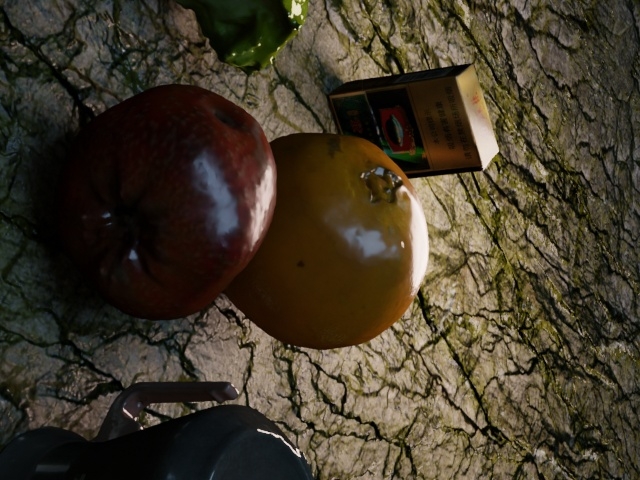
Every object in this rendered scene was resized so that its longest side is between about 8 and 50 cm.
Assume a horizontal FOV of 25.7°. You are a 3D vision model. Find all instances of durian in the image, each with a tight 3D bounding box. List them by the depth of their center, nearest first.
[{"bbox_3d":[-0.123,-0.424,1.894,0.255,0.204,0.340,25,65,-38],"label":"durian"}]

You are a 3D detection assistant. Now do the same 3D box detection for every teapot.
[{"bbox_3d":[-0.190,0.292,1.601,0.253,0.344,0.300,54,47,-38],"label":"teapot"}]

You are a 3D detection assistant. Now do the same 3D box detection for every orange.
[{"bbox_3d":[0.000,0.000,1.935,0.312,0.312,0.312,8,80,-53],"label":"orange"}]

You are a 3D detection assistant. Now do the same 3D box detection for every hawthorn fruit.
[{"bbox_3d":[-0.184,-0.062,1.727,0.275,0.275,0.300,60,32,-31],"label":"hawthorn fruit"}]

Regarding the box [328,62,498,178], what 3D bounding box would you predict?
[{"bbox_3d":[0.144,-0.181,2.198,0.071,0.240,0.159,-45,121,-47],"label":"box"}]
